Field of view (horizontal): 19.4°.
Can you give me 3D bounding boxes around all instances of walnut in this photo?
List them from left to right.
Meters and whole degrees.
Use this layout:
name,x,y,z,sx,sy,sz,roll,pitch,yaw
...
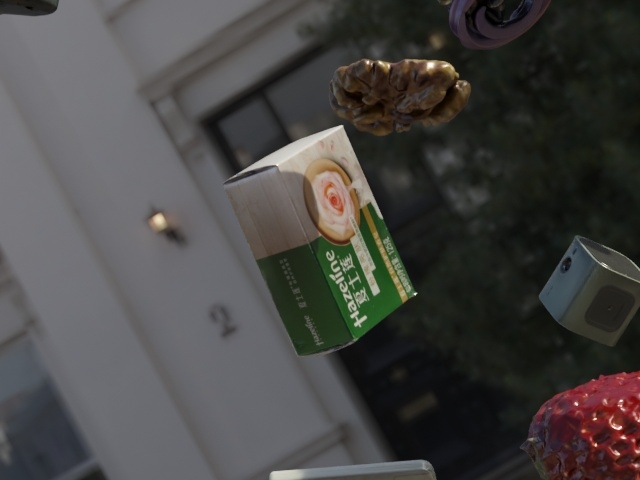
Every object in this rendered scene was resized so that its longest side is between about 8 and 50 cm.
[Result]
name,x,y,z,sx,sy,sz,roll,pitch,yaw
walnut,0.092,-0.170,2.253,0.170,0.069,0.143,-7,-19,26

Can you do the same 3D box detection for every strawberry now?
name,x,y,z,sx,sy,sz,roll,pitch,yaw
strawberry,0.371,0.227,2.140,0.244,0.205,0.205,-36,-8,1

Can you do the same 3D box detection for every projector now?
name,x,y,z,sx,sy,sz,roll,pitch,yaw
projector,0.298,0.055,2.029,0.082,0.083,0.083,-60,26,16

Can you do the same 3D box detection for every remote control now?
name,x,y,z,sx,sy,sz,roll,pitch,yaw
remote control,0.038,0.292,2.109,0.190,0.087,0.029,-5,31,0

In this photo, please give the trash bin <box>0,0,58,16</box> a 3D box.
name,x,y,z,sx,sy,sz,roll,pitch,yaw
trash bin,-0.366,-0.346,2.179,0.175,0.161,0.175,4,-2,0

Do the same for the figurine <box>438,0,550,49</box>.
name,x,y,z,sx,sy,sz,roll,pitch,yaw
figurine,0.155,-0.265,1.743,0.126,0.157,0.114,-10,-27,-12

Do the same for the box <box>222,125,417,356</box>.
name,x,y,z,sx,sy,sz,roll,pitch,yaw
box,0.000,0.000,1.872,0.081,0.199,0.135,-20,9,36
